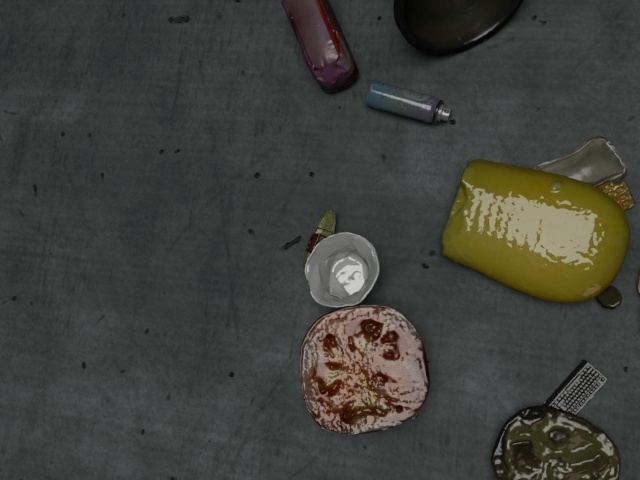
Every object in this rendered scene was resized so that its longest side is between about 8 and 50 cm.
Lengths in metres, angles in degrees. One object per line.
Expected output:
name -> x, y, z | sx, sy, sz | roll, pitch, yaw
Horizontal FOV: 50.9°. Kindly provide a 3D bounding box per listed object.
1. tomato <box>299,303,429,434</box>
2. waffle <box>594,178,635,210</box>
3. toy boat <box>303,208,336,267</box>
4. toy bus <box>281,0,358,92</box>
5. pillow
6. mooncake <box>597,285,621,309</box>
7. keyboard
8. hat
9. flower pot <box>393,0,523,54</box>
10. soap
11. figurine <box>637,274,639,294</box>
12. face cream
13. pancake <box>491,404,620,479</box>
tomato -> 0.113, 0.318, 1.693 | 0.338, 0.143, 0.339 | -1, 82, 9
waffle -> 0.707, -0.099, 1.679 | 0.135, 0.021, 0.092 | -26, 97, 7
toy boat -> 0.000, 0.000, 1.820 | 0.065, 0.066, 0.172 | 20, 84, 19
toy bus -> -0.004, -0.571, 1.887 | 0.127, 0.147, 0.303 | -25, 74, 14
pillow -> 0.648, -0.170, 1.710 | 0.232, 0.038, 0.131 | -27, 78, 8
mooncake -> 0.755, 0.276, 1.597 | 0.150, 0.057, 0.347 | -7, 81, 25
keyboard -> 0.605, 0.385, 1.634 | 0.074, 0.015, 0.196 | 43, 91, 17
hat -> 0.066, 0.085, 1.757 | 0.203, 0.126, 0.203 | -2, 79, 13
flower pot -> 0.334, -0.705, 1.764 | 0.379, 0.379, 0.251 | -28, 54, 7
soap -> 0.532, -0.022, 1.666 | 0.427, 0.115, 0.306 | 22, 91, 20
figurine -> 0.801, 0.149, 1.611 | 0.083, 0.083, 0.188 | -4, 92, 12
face cream -> 0.242, -0.370, 1.825 | 0.229, 0.075, 0.075 | 19, 85, 15
pancake -> 0.550, 0.535, 1.594 | 0.294, 0.049, 0.295 | -1, 85, 9
